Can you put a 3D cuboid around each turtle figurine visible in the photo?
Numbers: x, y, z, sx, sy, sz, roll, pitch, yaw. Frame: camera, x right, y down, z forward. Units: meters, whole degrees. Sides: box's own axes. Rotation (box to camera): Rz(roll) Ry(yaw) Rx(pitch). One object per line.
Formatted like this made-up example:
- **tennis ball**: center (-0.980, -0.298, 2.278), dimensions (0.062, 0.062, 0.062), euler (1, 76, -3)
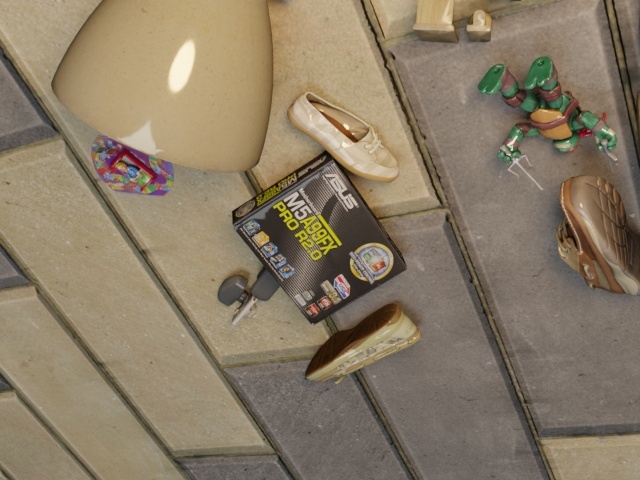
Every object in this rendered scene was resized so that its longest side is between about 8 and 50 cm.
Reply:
- **turtle figurine**: center (0.345, -0.177, 1.208), dimensions (0.175, 0.118, 0.234), euler (-19, 136, 33)

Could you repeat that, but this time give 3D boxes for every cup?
- **cup**: center (-0.202, -0.285, 1.187), dimensions (0.331, 0.331, 0.237), euler (24, 112, -3)

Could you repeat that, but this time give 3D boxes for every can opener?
- **can opener**: center (-0.122, 0.078, 1.609), dimensions (0.093, 0.074, 0.280), euler (34, 131, -14)

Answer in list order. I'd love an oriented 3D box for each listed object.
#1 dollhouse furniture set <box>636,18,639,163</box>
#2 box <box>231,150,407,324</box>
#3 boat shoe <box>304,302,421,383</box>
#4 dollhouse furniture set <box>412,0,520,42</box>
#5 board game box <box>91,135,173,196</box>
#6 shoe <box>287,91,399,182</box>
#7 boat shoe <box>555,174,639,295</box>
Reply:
- **dollhouse furniture set**: center (0.520, -0.197, 1.020), dimensions (0.198, 0.286, 0.303), euler (-1, 141, 18)
- **box**: center (0.000, 0.000, 1.459), dimensions (0.216, 0.060, 0.270), euler (-31, 118, 10)
- **boat shoe**: center (0.080, 0.235, 1.662), dimensions (0.089, 0.105, 0.285), euler (43, 128, -16)
- **dollhouse furniture set**: center (0.217, -0.367, 1.145), dimensions (0.144, 0.123, 0.151), euler (6, 97, 12)
- **board game box**: center (-0.367, -0.132, 1.531), dimensions (0.168, 0.033, 0.133), euler (7, 131, 12)
- **shoe**: center (0.046, -0.172, 1.335), dimensions (0.219, 0.077, 0.058), euler (32, 137, -9)
- **boat shoe**: center (0.442, 0.006, 1.300), dimensions (0.116, 0.123, 0.324), euler (-5, 147, 35)
